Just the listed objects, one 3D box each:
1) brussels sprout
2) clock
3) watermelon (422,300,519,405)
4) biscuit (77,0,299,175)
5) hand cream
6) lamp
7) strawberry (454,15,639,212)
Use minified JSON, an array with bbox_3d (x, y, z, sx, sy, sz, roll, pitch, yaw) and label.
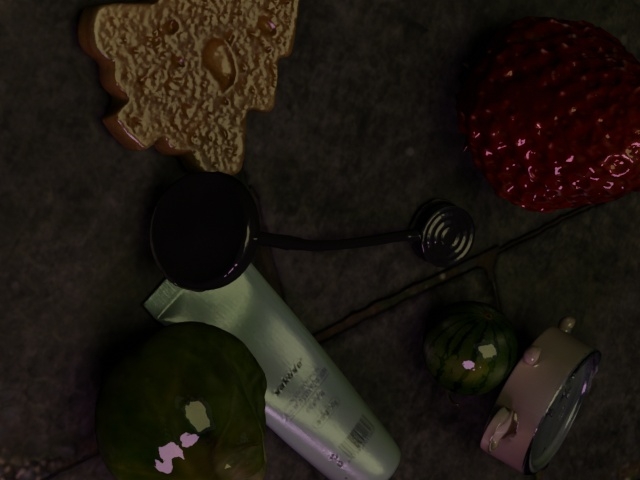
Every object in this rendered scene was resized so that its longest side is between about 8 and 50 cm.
[{"bbox_3d":[-0.126,0.166,1.698,0.161,0.144,0.180,-36,111,-48],"label":"brussels sprout"},{"bbox_3d":[0.233,0.166,1.925,0.229,0.063,0.155,-32,147,-56],"label":"clock"},{"bbox_3d":[0.151,0.111,1.892,0.109,0.109,0.109,-7,102,-32],"label":"watermelon"},{"bbox_3d":[-0.106,-0.177,1.704,0.238,0.041,0.212,-47,116,-15],"label":"biscuit"},{"bbox_3d":[-0.033,0.131,1.803,0.109,0.067,0.320,-49,116,-17],"label":"hand cream"},{"bbox_3d":[0.020,0.007,1.771,0.371,0.108,0.130,11,95,-37],"label":"lamp"},{"bbox_3d":[0.261,-0.117,1.830,0.205,0.244,0.205,-8,105,-33],"label":"strawberry"}]
